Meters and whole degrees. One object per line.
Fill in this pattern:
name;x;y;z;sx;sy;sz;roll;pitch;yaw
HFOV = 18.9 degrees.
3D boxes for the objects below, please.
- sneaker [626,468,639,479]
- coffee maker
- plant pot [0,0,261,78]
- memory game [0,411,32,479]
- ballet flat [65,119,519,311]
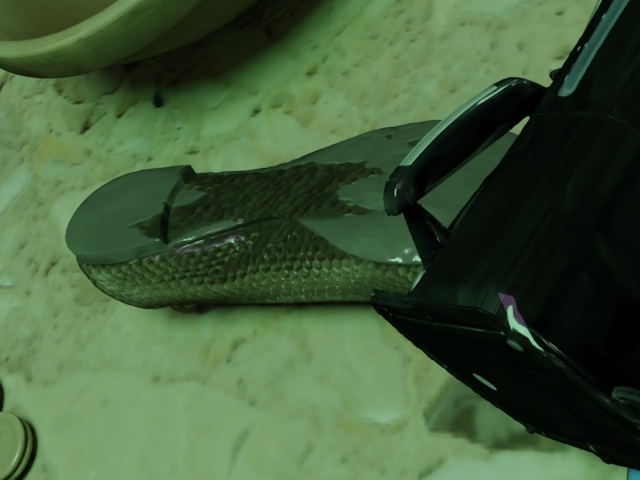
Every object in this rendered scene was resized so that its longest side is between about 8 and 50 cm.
sneaker;0.184;0.040;0.638;0.209;0.082;0.069;-26;57;28
coffee maker;0.128;-0.015;0.668;0.171;0.120;0.178;23;75;46
plant pot;-0.080;-0.176;0.935;0.237;0.110;0.237;-18;59;32
memory game;-0.210;0.145;0.945;0.186;0.012;0.186;-18;59;32
ballet flat;0.000;0.000;0.828;0.250;0.058;0.084;-5;44;31
